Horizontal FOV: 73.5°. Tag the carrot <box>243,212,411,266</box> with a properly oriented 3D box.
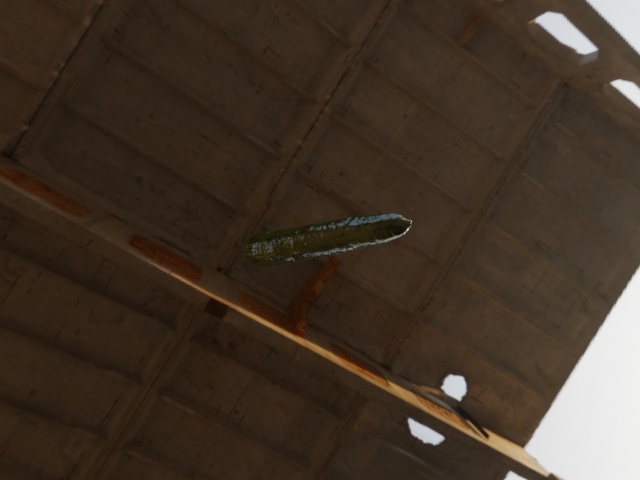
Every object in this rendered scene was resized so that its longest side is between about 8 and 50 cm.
[{"bbox_3d":[0.000,0.000,0.789,0.358,0.074,0.074,-9,-75,34],"label":"carrot"}]
